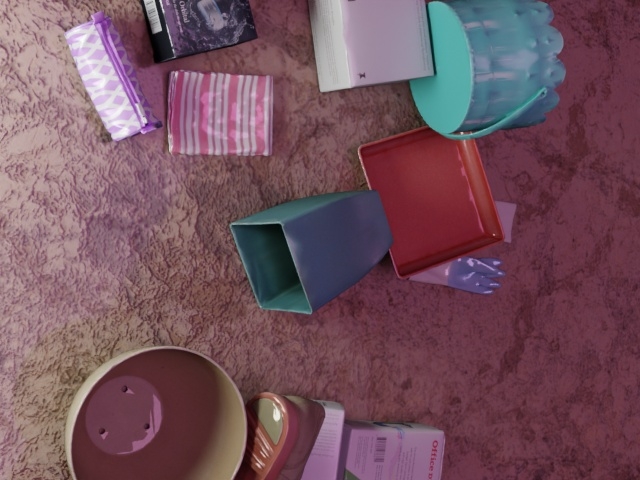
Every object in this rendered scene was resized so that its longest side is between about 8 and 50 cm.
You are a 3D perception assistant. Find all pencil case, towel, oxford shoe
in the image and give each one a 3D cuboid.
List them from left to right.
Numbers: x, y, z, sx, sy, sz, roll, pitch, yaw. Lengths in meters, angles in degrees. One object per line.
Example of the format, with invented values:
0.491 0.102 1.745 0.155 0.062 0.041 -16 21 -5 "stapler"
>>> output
-0.332 -0.256 1.636 0.086 0.088 0.206 -32 107 -26 "pencil case"
-0.168 -0.218 1.761 0.197 0.029 0.144 -1 94 -29 "towel"
-0.111 0.431 1.713 0.146 0.140 0.397 10 117 -49 "oxford shoe"

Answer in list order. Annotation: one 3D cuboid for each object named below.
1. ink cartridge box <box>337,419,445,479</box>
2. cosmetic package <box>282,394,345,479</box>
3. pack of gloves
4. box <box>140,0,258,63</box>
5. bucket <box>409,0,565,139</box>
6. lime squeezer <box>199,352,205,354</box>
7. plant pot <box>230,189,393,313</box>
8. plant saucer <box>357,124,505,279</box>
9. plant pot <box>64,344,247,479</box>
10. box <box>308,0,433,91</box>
0.118 0.421 1.918 0.212 0.093 0.154 7 90 -27 "ink cartridge box"
-0.028 0.402 1.824 0.117 0.085 0.231 9 90 -3 "cosmetic package"
0.293 0.002 2.017 0.232 0.046 0.195 12 88 -29 "pack of gloves"
-0.207 -0.389 1.694 0.158 0.093 0.156 -19 102 -28 "box"
0.292 -0.322 1.871 0.183 0.281 0.281 -10 98 -20 "bucket"
-0.199 0.355 1.762 0.110 0.059 0.310 -21 102 -26 "lime squeezer"
0.000 0.000 1.796 0.234 0.165 0.165 -28 106 -33 "plant pot"
0.204 -0.083 1.945 0.258 0.048 0.259 -19 92 -26 "plant saucer"
-0.285 0.298 1.635 0.284 0.191 0.284 -1 93 -29 "plant pot"
0.090 -0.368 1.842 0.182 0.119 0.181 -12 99 -28 "box"
